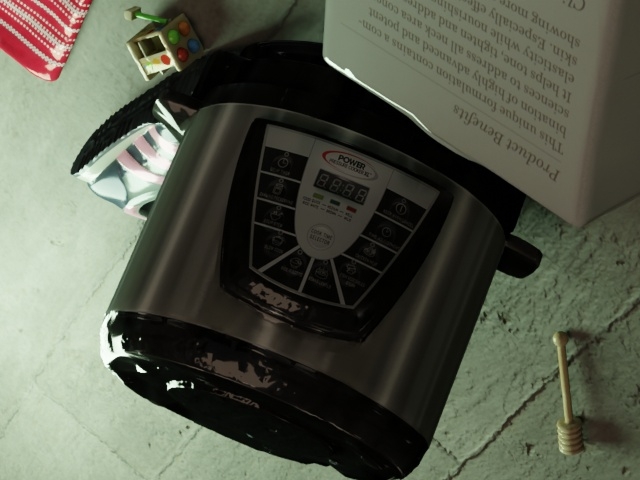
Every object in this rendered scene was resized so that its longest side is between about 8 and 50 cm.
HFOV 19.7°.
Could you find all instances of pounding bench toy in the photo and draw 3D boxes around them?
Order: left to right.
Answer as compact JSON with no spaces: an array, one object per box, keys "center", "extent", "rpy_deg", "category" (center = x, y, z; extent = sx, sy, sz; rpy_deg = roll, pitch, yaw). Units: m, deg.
[{"center":[-0.183,-0.236,2.117],"extent":[0.065,0.052,0.083],"rpy_deg":[-12,114,40],"category":"pounding bench toy"}]

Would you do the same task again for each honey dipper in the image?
[{"center":[0.284,0.174,2.120],"extent":[0.030,0.030,0.161],"rpy_deg":[10,123,29],"category":"honey dipper"}]

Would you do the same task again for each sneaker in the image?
[{"center":[-0.155,-0.118,2.167],"extent":[0.131,0.112,0.319],"rpy_deg":[41,141,-23],"category":"sneaker"}]

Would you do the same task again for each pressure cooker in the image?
[{"center":[-0.003,0.001,1.926],"extent":[0.375,0.420,0.370],"rpy_deg":[8,159,41],"category":"pressure cooker"}]

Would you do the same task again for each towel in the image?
[{"center":[-0.353,-0.331,2.181],"extent":[0.199,0.031,0.275],"rpy_deg":[37,135,5],"category":"towel"}]

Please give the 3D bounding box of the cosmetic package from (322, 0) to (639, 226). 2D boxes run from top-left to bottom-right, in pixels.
[{"center":[0.229,-0.294,1.542],"extent":[0.329,0.327,0.394],"rpy_deg":[37,139,35],"category":"cosmetic package"}]
